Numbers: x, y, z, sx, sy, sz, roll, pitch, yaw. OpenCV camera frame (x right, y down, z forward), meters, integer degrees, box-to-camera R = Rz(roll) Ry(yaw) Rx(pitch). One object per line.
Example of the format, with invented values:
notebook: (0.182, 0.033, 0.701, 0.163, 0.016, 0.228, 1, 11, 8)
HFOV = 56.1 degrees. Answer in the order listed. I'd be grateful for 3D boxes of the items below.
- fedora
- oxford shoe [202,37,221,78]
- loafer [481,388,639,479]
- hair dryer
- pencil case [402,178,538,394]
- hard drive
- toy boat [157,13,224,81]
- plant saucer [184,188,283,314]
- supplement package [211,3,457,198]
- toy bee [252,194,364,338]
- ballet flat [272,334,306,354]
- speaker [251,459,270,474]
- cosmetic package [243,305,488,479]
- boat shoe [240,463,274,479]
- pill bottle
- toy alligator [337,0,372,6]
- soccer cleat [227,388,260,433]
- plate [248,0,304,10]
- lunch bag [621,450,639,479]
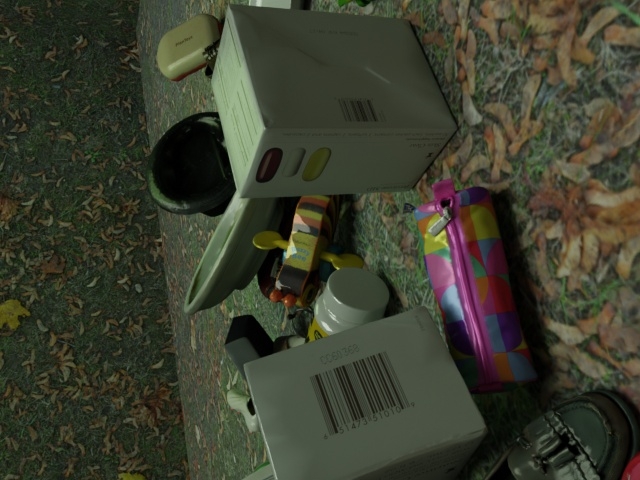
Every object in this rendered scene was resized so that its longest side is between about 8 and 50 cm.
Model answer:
fedora: (-0.305, -0.184, 1.624, 0.152, 0.334, 0.334, 60, -172, -57)
oxford shoe: (-0.258, -0.493, 1.586, 0.227, 0.096, 0.082, 131, 132, -57)
loafer: (0.221, 0.252, 0.619, 0.267, 0.084, 0.096, 108, 149, -42)
hair dryer: (-0.071, 0.025, 1.308, 0.293, 0.080, 0.223, -5, 68, 65)
pencil case: (0.169, 0.054, 0.677, 0.104, 0.105, 0.236, 144, 115, -64)
hard drive: (-0.106, 0.280, 1.250, 0.254, 0.054, 0.172, 59, -174, -12)
toy boat: (-0.363, -0.551, 1.770, 0.231, 0.151, 0.150, -18, 72, 23)
plant saucer: (-0.174, -0.004, 1.338, 0.400, 0.101, 0.400, -56, 16, 25)
supplement package: (0.009, -0.181, 0.806, 0.145, 0.262, 0.204, 122, 138, -55)
toy bee: (-0.020, 0.051, 1.048, 0.195, 0.162, 0.298, -8, 97, 23)
ballet flat: (-0.029, 0.250, 1.171, 0.106, 0.108, 0.316, -51, 18, 13)
speaker: (-0.069, 0.498, 1.180, 0.296, 0.131, 0.131, 81, 175, -68)
cosmetic package: (0.046, 0.257, 0.743, 0.385, 0.217, 0.156, 83, 167, -55)
boat shoe: (-0.071, 0.413, 0.995, 0.081, 0.228, 0.079, 63, -172, 20)
pill bottle: (0.038, 0.152, 0.986, 0.119, 0.119, 0.208, -119, 33, -44)
toy alligator: (0.079, -0.402, 0.878, 0.051, 0.056, 0.189, 40, 148, -1)
soccer cleat: (-0.206, 0.463, 1.690, 0.196, 0.068, 0.076, 33, 119, 53)
plate: (-0.087, -0.531, 1.240, 0.278, 0.045, 0.277, -126, 37, -51)
lunch bag: (0.329, 0.266, 0.347, 0.293, 0.120, 0.258, -176, 78, -68)
